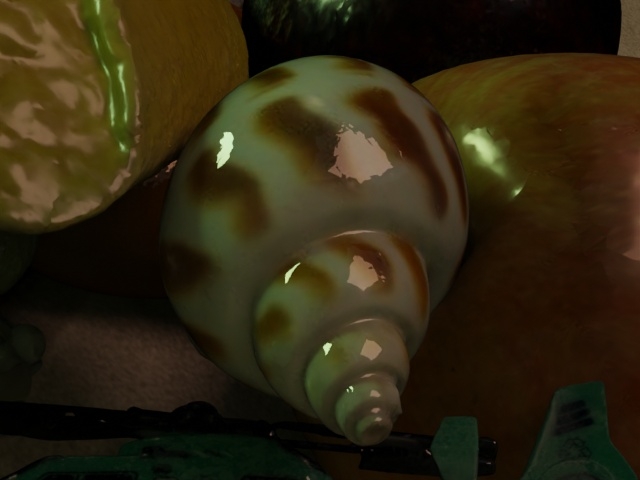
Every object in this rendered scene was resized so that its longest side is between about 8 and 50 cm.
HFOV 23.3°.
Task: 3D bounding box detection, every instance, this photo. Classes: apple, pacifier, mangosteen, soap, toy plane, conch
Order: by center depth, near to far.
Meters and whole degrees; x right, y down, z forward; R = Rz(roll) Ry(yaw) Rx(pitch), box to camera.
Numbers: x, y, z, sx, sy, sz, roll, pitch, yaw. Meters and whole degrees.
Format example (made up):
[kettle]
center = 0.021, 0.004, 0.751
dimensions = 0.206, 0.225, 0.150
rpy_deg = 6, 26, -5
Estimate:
[toy plane]
center = -0.035, 0.137, 0.767
dimensions = 0.155, 0.381, 0.106
rpy_deg = -85, 167, -46
[conch]
center = 0.000, 0.000, 0.792
dimensions = 0.148, 0.183, 0.275
rpy_deg = 2, 38, 15
[soap]
center = -0.171, -0.158, 0.859
dimensions = 0.306, 0.115, 0.427
rpy_deg = 35, 19, -6
[pacifier]
center = -0.179, 0.072, 0.879
dimensions = 0.068, 0.064, 0.083
rpy_deg = 57, 26, -8
[apple]
center = 0.160, 0.064, 0.988
dimensions = 0.346, 0.391, 0.391
rpy_deg = 18, 35, -37
[mangosteen]
center = 0.086, -0.205, 1.229
dimensions = 0.306, 0.359, 0.306
rpy_deg = -3, 28, 1

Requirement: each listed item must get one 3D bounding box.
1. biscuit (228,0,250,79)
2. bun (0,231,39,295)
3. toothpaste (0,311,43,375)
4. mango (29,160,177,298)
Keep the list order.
[biscuit]
center = -0.072, -0.095, 1.285
dimensions = 0.202, 0.047, 0.334
rpy_deg = 27, 32, -28
[bun]
center = -0.233, -0.052, 0.861
dimensions = 0.195, 0.118, 0.195
rpy_deg = 36, 14, -10
[toothpaste]
center = -0.199, 0.050, 0.943
dimensions = 0.083, 0.015, 0.024
rpy_deg = 45, 28, 19
[mango]
center = -0.114, -0.030, 1.037
dimensions = 0.253, 0.138, 0.113
rpy_deg = 3, 14, -44
